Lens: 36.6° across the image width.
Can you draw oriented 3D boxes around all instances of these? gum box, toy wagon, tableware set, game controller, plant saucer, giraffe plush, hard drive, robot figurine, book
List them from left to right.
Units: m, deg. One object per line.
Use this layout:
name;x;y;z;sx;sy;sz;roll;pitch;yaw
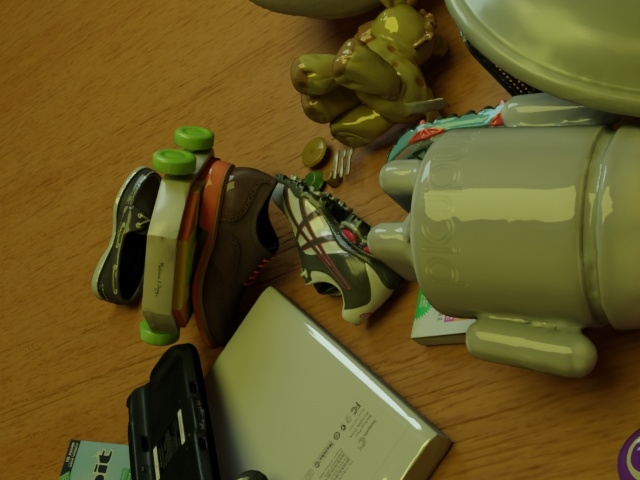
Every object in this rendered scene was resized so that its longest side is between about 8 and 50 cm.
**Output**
gum box;-0.308;0.368;1.372;0.184;0.041;0.157;-6;63;39
game controller;-0.185;0.274;1.214;0.166;0.067;0.319;-48;34;20
toy wagon;-0.188;-0.023;1.370;0.344;0.068;0.267;-74;-6;-67
hard drive;-0.026;0.236;1.189;0.233;0.047;0.353;-56;44;3
tableware set;0.017;-0.141;1.382;0.104;0.024;0.154;-16;58;39
giraffe plush;0.085;-0.239;1.271;0.210;0.181;0.170;4;61;22
book;0.177;0.069;1.115;0.144;0.035;0.096;-10;57;39
robot figurine;0.228;-0.014;0.968;0.354;0.200;0.299;1;76;29
plant saucer;0.326;-0.289;0.971;0.401;0.100;0.400;0;50;0

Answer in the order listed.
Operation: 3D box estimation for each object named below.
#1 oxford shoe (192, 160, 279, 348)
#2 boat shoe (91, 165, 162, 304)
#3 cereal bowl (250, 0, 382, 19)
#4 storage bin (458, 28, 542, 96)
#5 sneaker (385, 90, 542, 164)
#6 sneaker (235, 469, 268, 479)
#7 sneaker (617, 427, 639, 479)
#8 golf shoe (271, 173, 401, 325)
oxford shoe;-0.111;0.032;1.300;0.098;0.097;0.271;11;116;8
boat shoe;-0.293;-0.007;1.545;0.069;0.081;0.227;11;82;42
cereal bowl;0.021;-0.418;1.399;0.339;0.141;0.339;-8;38;6
storage bin;0.234;-0.241;1.125;0.084;0.180;0.122;-29;51;26
sneaker;0.186;-0.085;1.139;0.262;0.104;0.125;-17;59;35
sneaker;-0.042;0.360;1.062;0.132;0.086;0.228;-5;48;14
sneaker;0.373;0.161;0.800;0.293;0.146;0.102;-15;58;35
golf shoe;0.000;0.000;1.260;0.273;0.105;0.120;39;101;47
